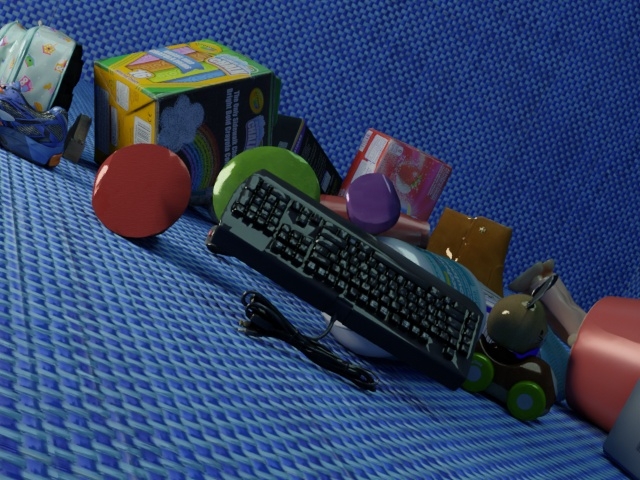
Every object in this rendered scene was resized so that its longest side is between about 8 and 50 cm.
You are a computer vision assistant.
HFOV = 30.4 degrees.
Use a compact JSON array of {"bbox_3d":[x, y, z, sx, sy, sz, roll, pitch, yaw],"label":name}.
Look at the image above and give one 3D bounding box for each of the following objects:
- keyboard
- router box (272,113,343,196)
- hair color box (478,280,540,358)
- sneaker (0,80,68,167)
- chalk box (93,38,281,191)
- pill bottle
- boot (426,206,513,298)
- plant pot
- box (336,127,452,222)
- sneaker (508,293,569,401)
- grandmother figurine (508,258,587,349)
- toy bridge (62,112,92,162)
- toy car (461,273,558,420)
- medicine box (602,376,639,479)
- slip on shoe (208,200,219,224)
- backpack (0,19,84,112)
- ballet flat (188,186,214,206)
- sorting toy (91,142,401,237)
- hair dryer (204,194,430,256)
[{"bbox_3d":[0.026,0.062,1.257,0.317,0.201,0.033,31,-39,-8],"label":"keyboard"},{"bbox_3d":[-0.140,-0.155,2.106,0.309,0.081,0.243,13,-18,24],"label":"router box"},{"bbox_3d":[0.217,0.113,1.920,0.185,0.110,0.339,25,4,-14],"label":"hair color box"},{"bbox_3d":[-0.435,-0.180,1.563,0.221,0.087,0.083,26,5,-22],"label":"sneaker"},{"bbox_3d":[-0.190,-0.200,1.856,0.289,0.180,0.179,-18,36,-38],"label":"chalk box"},{"bbox_3d":[0.096,0.076,1.450,0.146,0.146,0.264,30,6,28],"label":"pill bottle"},{"bbox_3d":[0.312,0.075,2.181,0.295,0.211,0.104,30,7,23],"label":"boot"},{"bbox_3d":[0.530,0.212,1.825,0.243,0.275,0.275,19,0,34],"label":"plant pot"},{"bbox_3d":[0.092,-0.038,1.912,0.122,0.257,0.128,24,6,-18],"label":"box"},{"bbox_3d":[0.348,0.193,1.955,0.087,0.092,0.229,27,24,-31],"label":"sneaker"},{"bbox_3d":[0.479,0.189,2.070,0.208,0.104,0.342,-14,63,-53],"label":"grandmother figurine"},{"bbox_3d":[-0.380,-0.167,1.844,0.026,0.063,0.188,26,6,-16],"label":"toy bridge"},{"bbox_3d":[0.281,0.132,1.606,0.149,0.188,0.155,28,6,11],"label":"toy car"},{"bbox_3d":[0.566,0.311,1.529,0.289,0.149,0.263,26,5,-18],"label":"medicine box"},{"bbox_3d":[-0.137,-0.034,1.930,0.041,0.051,0.135,-20,-20,39],"label":"slip on shoe"},{"bbox_3d":[-0.434,-0.246,1.770,0.144,0.166,0.188,24,3,-19],"label":"backpack"},{"bbox_3d":[-0.239,-0.113,1.976,0.077,0.091,0.241,-11,17,-22],"label":"ballet flat"},{"bbox_3d":[-0.086,-0.034,1.434,0.365,0.127,0.126,2,-21,3],"label":"sorting toy"},{"bbox_3d":[0.014,-0.007,1.590,0.293,0.080,0.223,-4,-12,35],"label":"hair dryer"}]
